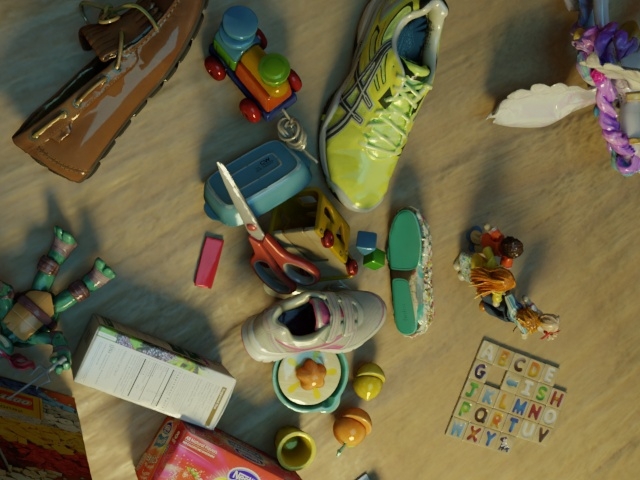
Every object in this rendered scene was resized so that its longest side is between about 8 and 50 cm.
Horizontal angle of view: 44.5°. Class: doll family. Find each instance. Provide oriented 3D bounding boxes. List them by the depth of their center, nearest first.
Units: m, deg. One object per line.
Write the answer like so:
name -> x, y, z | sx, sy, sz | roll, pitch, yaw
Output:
doll family -> 0.328, 0.099, 1.403 | 0.118, 0.163, 0.263 | -36, 109, -13

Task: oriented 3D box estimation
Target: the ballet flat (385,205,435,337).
ballet flat -> 0.165, 0.053, 1.391 | 0.077, 0.091, 0.240 | -15, 110, -49

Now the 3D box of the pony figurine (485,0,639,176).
pony figurine -> 0.506, -0.302, 1.381 | 0.351, 0.303, 0.363 | 11, 79, -30

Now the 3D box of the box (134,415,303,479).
box -> -0.159, 0.397, 1.283 | 0.257, 0.123, 0.128 | 34, 84, -22

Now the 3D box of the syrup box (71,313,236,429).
syrup box -> -0.262, 0.208, 1.232 | 0.237, 0.093, 0.096 | 25, 88, -22

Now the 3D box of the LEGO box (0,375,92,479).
LEGO box -> -0.497, 0.470, 1.032 | 0.193, 0.372, 0.500 | 23, 90, -23

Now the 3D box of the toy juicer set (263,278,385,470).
toy juicer set -> 0.016, 0.220, 1.338 | 0.209, 0.089, 0.328 | -5, 96, -16

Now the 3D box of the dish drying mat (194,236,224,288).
dish drying mat -> -0.183, 0.037, 1.283 | 0.032, 0.008, 0.083 | 14, 92, -23

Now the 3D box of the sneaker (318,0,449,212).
sneaker -> 0.101, -0.233, 1.278 | 0.145, 0.147, 0.384 | 10, 95, -24

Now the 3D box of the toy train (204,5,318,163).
toy train -> -0.069, -0.233, 1.182 | 0.105, 0.143, 0.248 | -39, 89, -12

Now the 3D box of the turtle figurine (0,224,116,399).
turtle figurine -> -0.420, 0.102, 1.143 | 0.175, 0.118, 0.234 | 45, 70, -20

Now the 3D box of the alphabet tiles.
alphabet tiles -> 0.376, 0.321, 1.539 | 0.237, 0.009, 0.198 | 22, 89, -22

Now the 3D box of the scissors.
scissors -> -0.106, -0.009, 1.205 | 0.297, 0.109, 0.021 | 49, 45, -37

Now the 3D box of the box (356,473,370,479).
box -> 0.090, 0.534, 1.443 | 0.109, 0.042, 0.178 | -33, 109, -14

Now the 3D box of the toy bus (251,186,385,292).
toy bus -> 0.000, -0.006, 1.291 | 0.191, 0.202, 0.104 | 16, 61, -15

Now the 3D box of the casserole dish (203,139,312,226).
casserole dish -> -0.103, -0.097, 1.238 | 0.188, 0.114, 0.037 | -31, 145, -14

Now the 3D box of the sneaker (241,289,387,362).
sneaker -> 0.005, 0.131, 1.260 | 0.252, 0.111, 0.103 | -12, 74, -27

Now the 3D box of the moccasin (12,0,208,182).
moccasin -> -0.300, -0.270, 1.135 | 0.147, 0.139, 0.380 | 38, 93, -30
